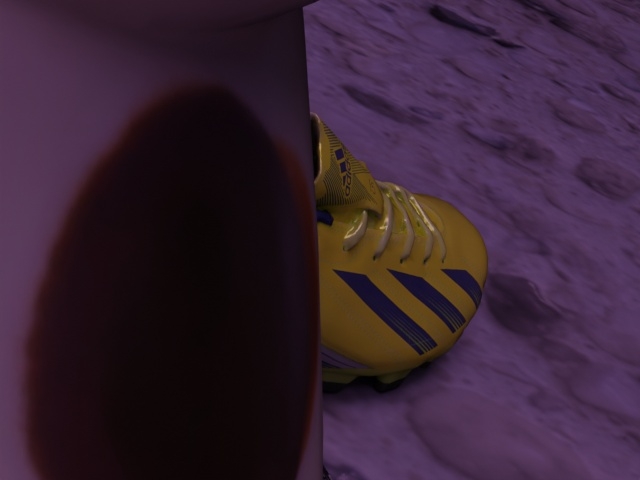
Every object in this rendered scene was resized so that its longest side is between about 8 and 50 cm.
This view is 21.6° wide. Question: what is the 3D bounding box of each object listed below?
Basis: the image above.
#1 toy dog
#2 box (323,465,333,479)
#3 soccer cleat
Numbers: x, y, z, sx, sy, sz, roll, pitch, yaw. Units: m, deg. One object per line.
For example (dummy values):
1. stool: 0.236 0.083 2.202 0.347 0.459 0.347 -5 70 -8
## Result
1. toy dog: -0.094 -0.044 0.367 0.395 0.408 0.284 39 27 32
2. box: -0.026 0.103 0.620 0.083 0.018 0.067 8 28 -34
3. soccer cleat: 0.001 0.001 0.735 0.093 0.121 0.289 37 25 28
